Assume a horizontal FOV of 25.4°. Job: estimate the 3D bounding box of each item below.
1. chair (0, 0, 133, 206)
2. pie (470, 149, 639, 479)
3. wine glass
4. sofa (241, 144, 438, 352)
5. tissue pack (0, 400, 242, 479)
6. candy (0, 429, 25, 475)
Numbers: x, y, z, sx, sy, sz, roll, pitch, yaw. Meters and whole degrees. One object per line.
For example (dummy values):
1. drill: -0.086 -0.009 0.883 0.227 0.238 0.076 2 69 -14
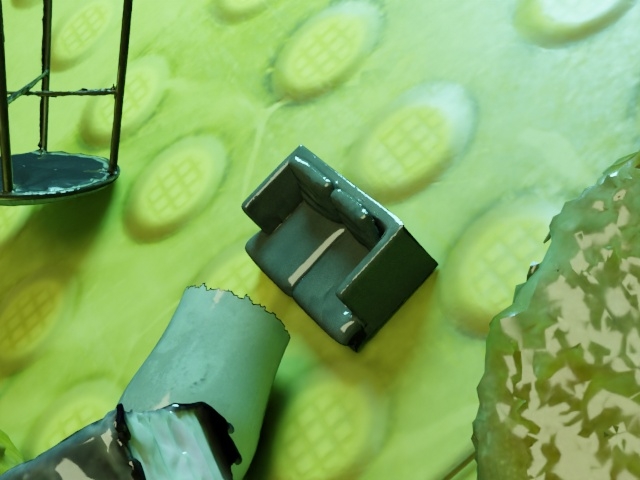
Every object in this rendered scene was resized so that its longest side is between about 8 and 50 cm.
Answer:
1. chair: -0.248 -0.053 1.158 0.160 0.170 0.325 18 113 45
2. pie: 0.277 0.046 0.543 0.395 0.180 0.418 32 89 37
3. wine glass: -0.090 0.130 0.876 0.093 0.093 0.202 -2 57 42
4. sofa: 0.000 0.000 0.936 0.085 0.060 0.147 -47 38 -1
5. tissue pack: -0.172 0.271 0.737 0.361 0.122 0.259 -28 75 19
6. candy: -0.309 0.224 0.974 0.260 0.118 0.260 -27 41 26
